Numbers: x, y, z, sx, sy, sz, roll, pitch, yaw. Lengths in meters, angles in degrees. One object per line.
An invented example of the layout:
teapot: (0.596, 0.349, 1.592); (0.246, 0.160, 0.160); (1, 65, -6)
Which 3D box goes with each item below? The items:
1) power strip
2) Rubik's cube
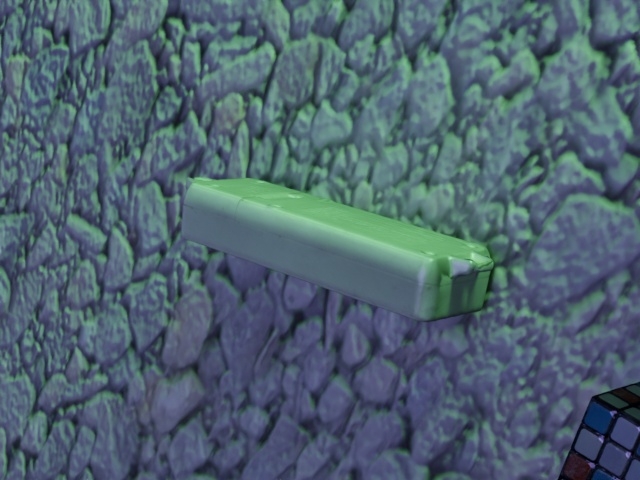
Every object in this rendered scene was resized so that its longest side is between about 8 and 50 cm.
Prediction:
power strip: (0.000, 0.000, 1.093); (0.338, 0.098, 0.058); (19, 107, 37)
Rubik's cube: (0.242, 0.168, 0.912); (0.092, 0.092, 0.092); (31, 111, 34)
